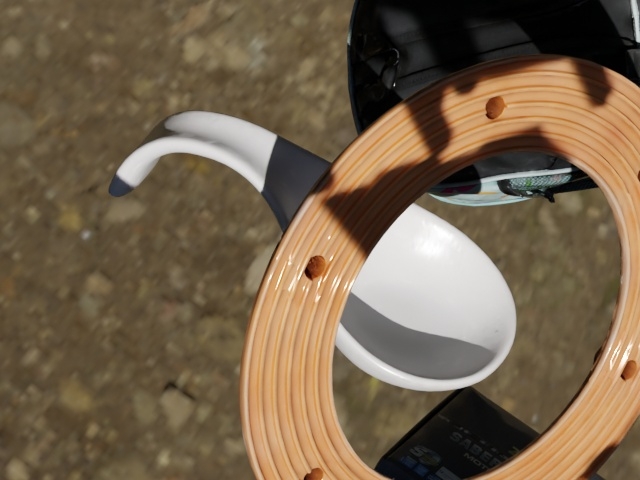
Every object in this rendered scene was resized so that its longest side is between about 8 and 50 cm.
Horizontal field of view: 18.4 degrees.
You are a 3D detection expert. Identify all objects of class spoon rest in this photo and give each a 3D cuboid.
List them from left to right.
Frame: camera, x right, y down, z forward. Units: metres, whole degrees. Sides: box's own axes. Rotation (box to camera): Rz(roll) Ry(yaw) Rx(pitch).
[{"bbox_3d":[0.000,0.000,1.253,0.276,0.137,0.084,30,137,6],"label":"spoon rest"}]

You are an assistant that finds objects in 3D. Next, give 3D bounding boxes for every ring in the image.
[{"bbox_3d":[0.092,0.046,1.186,0.032,0.336,0.336,34,133,49],"label":"ring"}]

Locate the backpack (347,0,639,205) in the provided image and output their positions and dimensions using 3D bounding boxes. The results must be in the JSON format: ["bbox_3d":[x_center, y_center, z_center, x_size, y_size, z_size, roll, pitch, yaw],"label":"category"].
[{"bbox_3d":[0.154,-0.137,1.533,0.253,0.191,0.225,-11,78,24],"label":"backpack"}]

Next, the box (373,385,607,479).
[{"bbox_3d":[0.170,0.233,1.666,0.233,0.183,0.059,35,118,14],"label":"box"}]
